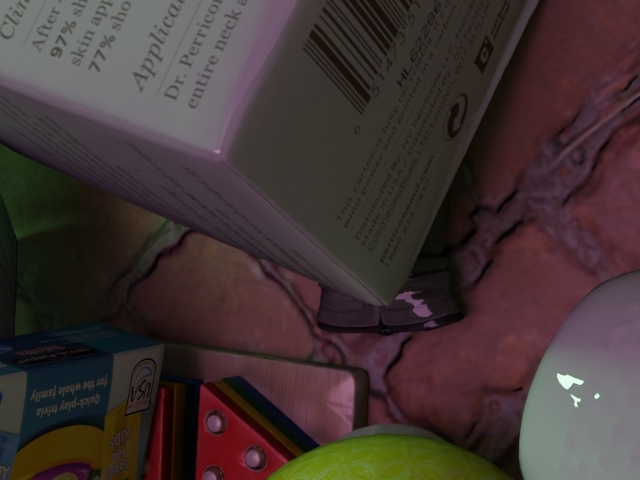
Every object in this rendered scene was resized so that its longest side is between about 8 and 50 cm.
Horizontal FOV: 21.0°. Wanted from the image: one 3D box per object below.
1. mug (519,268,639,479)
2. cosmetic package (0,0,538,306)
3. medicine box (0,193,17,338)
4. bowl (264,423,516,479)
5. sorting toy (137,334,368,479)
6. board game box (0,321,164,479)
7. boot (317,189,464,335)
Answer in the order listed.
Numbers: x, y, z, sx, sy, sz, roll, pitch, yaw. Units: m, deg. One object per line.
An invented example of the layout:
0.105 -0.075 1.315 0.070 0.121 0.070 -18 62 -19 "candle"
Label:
0.313 0.195 1.161 0.328 0.276 0.374 24 135 32 "mug"
-0.093 -0.201 1.263 0.394 0.327 0.329 23 82 27 "cosmetic package"
-0.358 0.017 1.440 0.149 0.263 0.289 -8 45 1 "medicine box"
0.054 0.237 1.335 0.289 0.289 0.156 -33 34 28 "bowl"
-0.097 0.226 1.479 0.255 0.089 0.257 6 96 30 "sorting toy"
-0.251 0.246 1.372 0.079 0.254 0.336 16 102 28 "board game box"
0.000 0.000 1.418 0.246 0.083 0.161 4 101 31 "boot"
